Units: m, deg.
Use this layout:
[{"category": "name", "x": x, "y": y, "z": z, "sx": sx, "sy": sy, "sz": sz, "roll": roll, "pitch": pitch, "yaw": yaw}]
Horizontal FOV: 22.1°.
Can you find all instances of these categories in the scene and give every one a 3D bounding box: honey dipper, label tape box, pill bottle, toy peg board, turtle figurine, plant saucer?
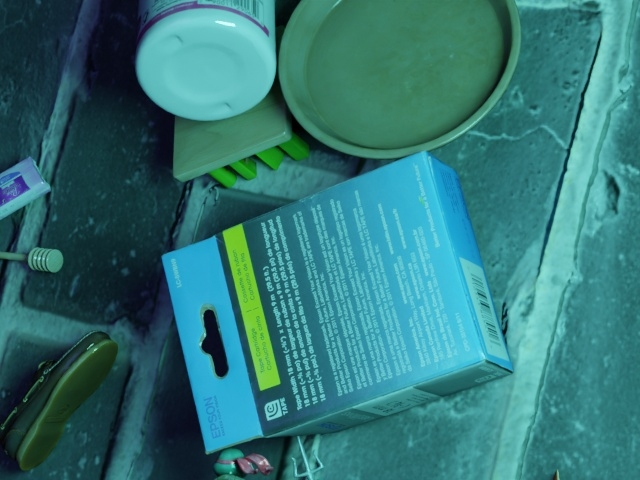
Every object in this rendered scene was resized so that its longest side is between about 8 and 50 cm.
[{"category": "honey dipper", "x": -0.402, "y": 0.019, "z": 2.134, "sx": 0.160, "sy": 0.030, "sz": 0.031, "roll": 7, "pitch": 82, "yaw": 36}, {"category": "label tape box", "x": 0.015, "y": 0.077, "z": 1.791, "sx": 0.333, "sy": 0.106, "sz": 0.241, "roll": -21, "pitch": 72, "yaw": 20}, {"category": "pill bottle", "x": -0.132, "y": -0.290, "z": 1.915, "sx": 0.160, "sy": 0.160, "sz": 0.283, "roll": -26, "pitch": 43, "yaw": 25}, {"category": "toy peg board", "x": -0.088, "y": -0.148, "z": 1.961, "sx": 0.161, "sy": 0.079, "sz": 0.161, "roll": -19, "pitch": 54, "yaw": 26}, {"category": "turtle figurine", "x": -0.089, "y": 0.318, "z": 1.824, "sx": 0.175, "sy": 0.118, "sz": 0.234, "roll": -6, "pitch": 82, "yaw": 31}, {"category": "plant saucer", "x": 0.089, "y": -0.208, "z": 1.825, "sx": 0.277, "sy": 0.041, "sz": 0.278, "roll": -7, "pitch": 63, "yaw": 15}]

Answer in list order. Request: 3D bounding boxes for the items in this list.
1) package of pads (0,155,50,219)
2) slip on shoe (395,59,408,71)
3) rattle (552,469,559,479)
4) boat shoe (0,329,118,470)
[{"category": "package of pads", "x": -0.399, "y": -0.067, "z": 2.132, "sx": 0.083, "sy": 0.032, "sz": 0.050, "roll": -31, "pitch": 64, "yaw": -5}, {"category": "slip on shoe", "x": 0.099, "y": -0.188, "z": 1.862, "sx": 0.051, "sy": 0.041, "sz": 0.135, "roll": -51, "pitch": 58, "yaw": 12}, {"category": "rattle", "x": 0.252, "y": 0.316, "z": 1.597, "sx": 0.130, "sy": 0.142, "sz": 0.200, "roll": -47, "pitch": 64, "yaw": 36}, {"category": "boat shoe", "x": -0.332, "y": 0.186, "z": 2.024, "sx": 0.073, "sy": 0.073, "sz": 0.207, "roll": 45, "pitch": 103, "yaw": 29}]
